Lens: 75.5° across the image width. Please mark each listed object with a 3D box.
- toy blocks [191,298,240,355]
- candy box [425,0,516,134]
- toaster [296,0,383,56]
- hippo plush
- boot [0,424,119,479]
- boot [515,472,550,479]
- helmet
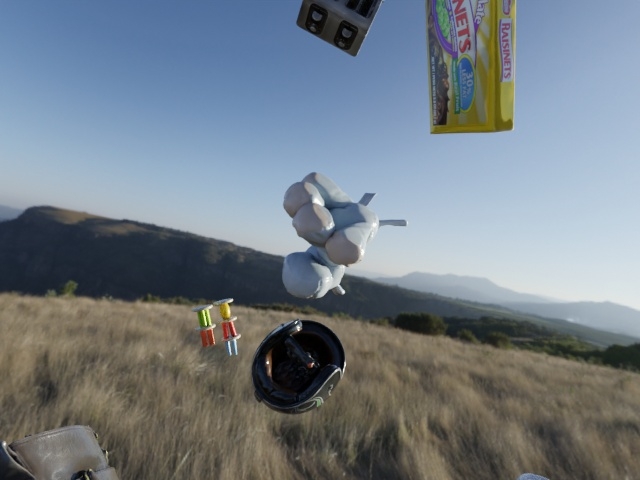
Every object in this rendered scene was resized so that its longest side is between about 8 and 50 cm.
[{"bbox_3d":[-0.268,0.238,1.080,0.054,0.148,0.123,-11,1,38],"label":"toy blocks"},{"bbox_3d":[0.136,-0.206,0.386,0.027,0.206,0.105,-12,16,-18],"label":"candy box"},{"bbox_3d":[0.058,-0.558,0.962,0.168,0.186,0.110,26,-7,-9],"label":"toaster"},{"bbox_3d":[0.000,0.000,0.954,0.234,0.237,0.294,44,34,12],"label":"hippo plush"},{"bbox_3d":[-0.205,0.291,0.432,0.229,0.091,0.263,46,-18,21],"label":"boot"},{"bbox_3d":[0.384,0.477,0.638,0.123,0.095,0.258,-26,12,-22],"label":"boot"},{"bbox_3d":[-0.040,0.224,0.742,0.169,0.169,0.161,8,-13,11],"label":"helmet"}]
